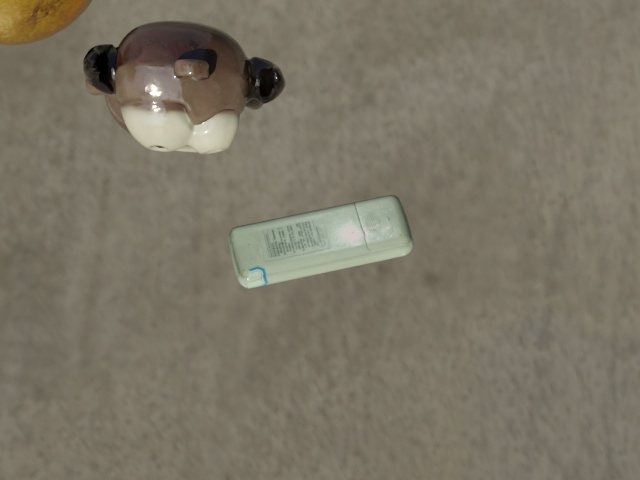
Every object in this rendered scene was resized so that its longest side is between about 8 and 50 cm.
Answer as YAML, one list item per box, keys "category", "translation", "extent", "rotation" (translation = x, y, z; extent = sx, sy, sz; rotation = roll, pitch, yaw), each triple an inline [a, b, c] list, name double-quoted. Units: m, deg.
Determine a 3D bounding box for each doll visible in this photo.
- category: "doll"
  translation: [-0.135, -0.142, 1.633]
  extent: [0.182, 0.257, 0.117]
  rotation: [2, 95, -13]

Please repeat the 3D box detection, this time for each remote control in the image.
- category: "remote control"
  translation: [0.000, 0.000, 1.216]
  extent: [0.124, 0.018, 0.053]
  rotation: [-13, 50, -5]

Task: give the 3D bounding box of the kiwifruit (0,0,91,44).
- category: "kiwifruit"
  translation: [-0.339, -0.318, 1.840]
  extent: [0.196, 0.196, 0.234]
  rotation: [-36, 62, -9]
